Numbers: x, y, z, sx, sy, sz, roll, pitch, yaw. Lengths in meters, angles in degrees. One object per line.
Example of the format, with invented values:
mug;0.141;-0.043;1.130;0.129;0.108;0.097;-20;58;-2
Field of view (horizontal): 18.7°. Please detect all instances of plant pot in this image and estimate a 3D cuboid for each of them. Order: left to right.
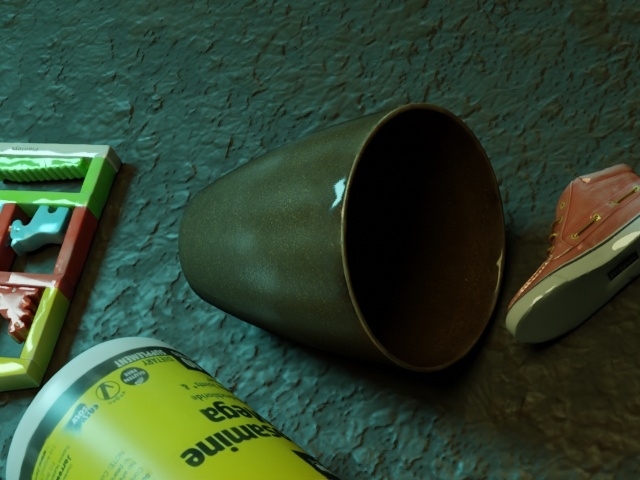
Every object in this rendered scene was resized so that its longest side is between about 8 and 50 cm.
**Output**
plant pot;0.000;0.000;1.619;0.230;0.215;0.215;-2;56;41

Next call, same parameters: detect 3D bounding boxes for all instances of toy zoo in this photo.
toy zoo;-0.317;0.037;1.826;0.192;0.030;0.293;2;59;25

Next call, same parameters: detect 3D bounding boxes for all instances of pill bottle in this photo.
pill bottle;-0.076;0.229;1.489;0.188;0.188;0.334;-47;53;-11

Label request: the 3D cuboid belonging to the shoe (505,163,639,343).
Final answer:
shoe;0.210;0.009;1.593;0.178;0.063;0.081;-36;49;-9
